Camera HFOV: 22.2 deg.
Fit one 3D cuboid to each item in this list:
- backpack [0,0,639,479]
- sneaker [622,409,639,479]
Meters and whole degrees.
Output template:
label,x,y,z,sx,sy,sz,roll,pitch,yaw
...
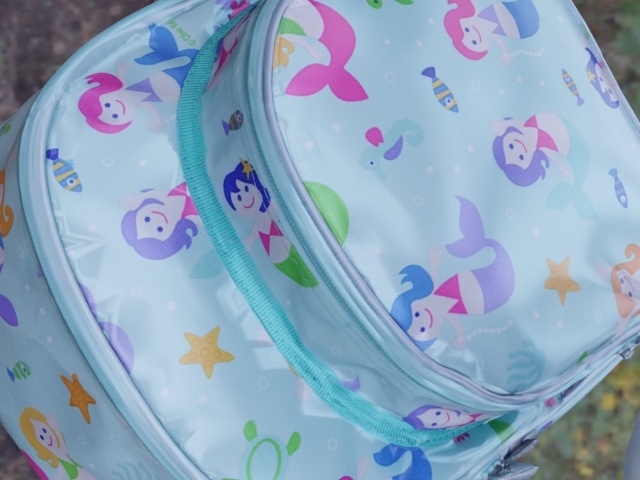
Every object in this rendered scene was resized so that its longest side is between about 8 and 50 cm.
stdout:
label,x,y,z,sx,sy,sz,roll,pitch,yaw
backpack,0.000,0.000,0.609,0.253,0.191,0.225,-30,91,-33
sneaker,0.158,0.057,0.436,0.106,0.123,0.290,-32,146,-14
